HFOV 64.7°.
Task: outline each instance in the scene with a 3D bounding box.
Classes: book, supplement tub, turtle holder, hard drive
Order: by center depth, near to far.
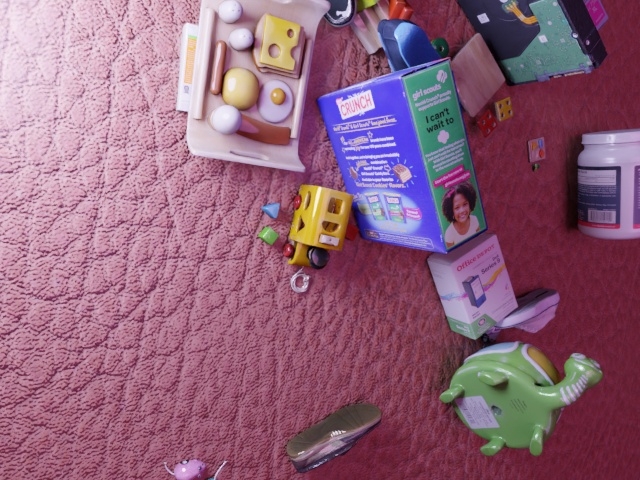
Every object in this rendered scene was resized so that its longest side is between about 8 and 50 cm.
[{"bbox_3d":[-0.199,-0.296,0.895,0.096,0.035,0.144,4,98,-29],"label":"book"},{"bbox_3d":[0.429,-0.492,1.076,0.064,0.237,0.339,-49,115,-12],"label":"hard drive"},{"bbox_3d":[0.464,0.338,1.199,0.227,0.243,0.320,-31,150,-41],"label":"turtle holder"},{"bbox_3d":[0.788,-0.151,1.341,0.191,0.191,0.273,-12,104,-25],"label":"supplement tub"}]

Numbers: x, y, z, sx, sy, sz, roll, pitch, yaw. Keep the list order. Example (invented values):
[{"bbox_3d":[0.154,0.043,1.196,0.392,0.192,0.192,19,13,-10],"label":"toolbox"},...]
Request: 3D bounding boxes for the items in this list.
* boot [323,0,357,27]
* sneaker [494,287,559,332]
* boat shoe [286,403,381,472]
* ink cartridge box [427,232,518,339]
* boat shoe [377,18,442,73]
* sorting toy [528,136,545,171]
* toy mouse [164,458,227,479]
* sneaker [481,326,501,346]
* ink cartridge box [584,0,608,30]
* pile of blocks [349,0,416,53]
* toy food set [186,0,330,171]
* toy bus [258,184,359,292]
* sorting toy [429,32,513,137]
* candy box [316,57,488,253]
[{"bbox_3d":[-0.011,-0.497,0.877,0.085,0.178,0.237,-15,103,18],"label":"boot"},{"bbox_3d":[0.541,0.199,1.314,0.258,0.094,0.091,-12,101,-32],"label":"sneaker"},{"bbox_3d":[0.035,0.434,1.109,0.223,0.080,0.074,-20,112,-18],"label":"boat shoe"},{"bbox_3d":[0.367,0.103,1.218,0.154,0.093,0.213,-30,109,-20],"label":"ink cartridge box"},{"bbox_3d":[0.193,-0.365,1.030,0.109,0.089,0.258,-47,148,-2],"label":"boat shoe"},{"bbox_3d":[0.567,-0.223,1.316,0.062,0.012,0.083,-18,106,-24],"label":"sorting toy"},{"bbox_3d":[-0.242,0.483,0.994,0.143,0.031,0.161,-25,108,-22],"label":"toy mouse"},{"bbox_3d":[0.424,0.240,1.299,0.098,0.038,0.069,17,89,-28],"label":"sneaker"},{"bbox_3d":[0.476,-0.579,1.115,0.065,0.185,0.311,-48,115,-11],"label":"ink cartridge box"},{"bbox_3d":[0.097,-0.556,0.963,0.148,0.112,0.363,-23,107,-23],"label":"pile of blocks"},{"bbox_3d":[-0.102,-0.286,0.881,0.219,0.092,0.306,4,102,-30],"label":"toy food set"},{"bbox_3d":[-0.002,-0.013,1.000,0.191,0.104,0.202,-38,112,-17],"label":"toy bus"},{"bbox_3d":[0.346,-0.368,1.159,0.132,0.046,0.274,-48,115,-13],"label":"sorting toy"},{"bbox_3d":[0.150,-0.153,0.965,0.122,0.268,0.317,-29,110,-25],"label":"candy box"}]
